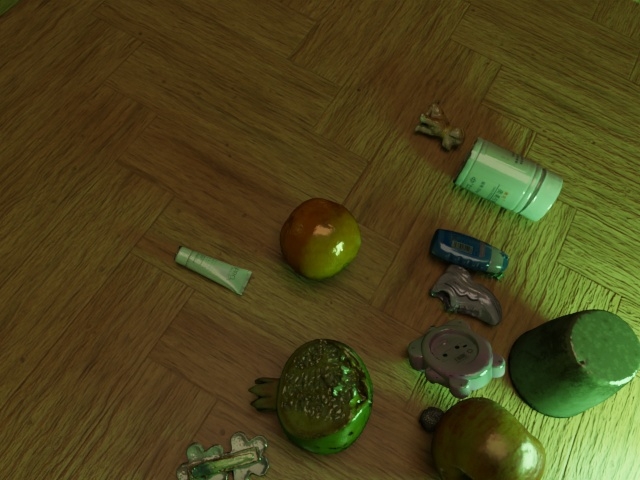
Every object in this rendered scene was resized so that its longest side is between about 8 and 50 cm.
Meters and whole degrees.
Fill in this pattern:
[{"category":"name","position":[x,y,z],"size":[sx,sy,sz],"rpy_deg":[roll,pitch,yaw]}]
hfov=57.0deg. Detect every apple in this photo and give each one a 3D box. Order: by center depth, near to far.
[{"category":"apple","position":[0.451,0.591,1.628],"size":[0.302,0.301,0.301],"rpy_deg":[3,64,-6]}]

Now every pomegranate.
[{"category":"pomegranate","position":[-0.014,0.451,1.684],"size":[0.359,0.216,0.309],"rpy_deg":[-7,61,23]}]

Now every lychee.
[{"category":"lychee","position":[0.332,0.533,1.758],"size":[0.067,0.083,0.068],"rpy_deg":[54,25,-18]}]

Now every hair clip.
[{"category":"hair clip","position":[-0.268,0.615,1.636],"size":[0.257,0.075,0.146],"rpy_deg":[-9,68,-19]}]

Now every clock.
[{"category":"clock","position":[0.410,0.354,1.779],"size":[0.228,0.090,0.248],"rpy_deg":[-25,35,-18]}]

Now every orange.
[{"category":"orange","position":[0.000,0.000,1.864],"size":[0.261,0.261,0.260],"rpy_deg":[3,64,-6]}]

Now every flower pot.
[{"category":"flower pot","position":[0.765,0.358,1.755],"size":[0.294,0.330,0.293],"rpy_deg":[3,65,-7]}]

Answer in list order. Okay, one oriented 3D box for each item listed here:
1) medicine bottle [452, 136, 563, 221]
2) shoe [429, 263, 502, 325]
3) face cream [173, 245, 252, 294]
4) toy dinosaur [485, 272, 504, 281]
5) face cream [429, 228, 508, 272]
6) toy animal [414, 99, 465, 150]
[{"category":"medicine bottle","position":[0.664,-0.216,2.097],"size":[0.332,0.190,0.189],"rpy_deg":[27,64,6]},{"category":"shoe","position":[0.474,0.198,1.928],"size":[0.138,0.095,0.245],"rpy_deg":[-37,71,-18]},{"category":"face cream","position":[-0.348,0.091,1.889],"size":[0.244,0.058,0.092],"rpy_deg":[23,59,-3]},{"category":"toy dinosaur","position":[0.594,0.109,2.023],"size":[0.062,0.021,0.083],"rpy_deg":[-30,75,-27]},{"category":"face cream","position":[0.509,0.040,2.002],"size":[0.264,0.083,0.149],"rpy_deg":[18,39,2]},{"category":"toy animal","position":[0.480,-0.444,2.238],"size":[0.185,0.104,0.183],"rpy_deg":[30,57,12]}]
